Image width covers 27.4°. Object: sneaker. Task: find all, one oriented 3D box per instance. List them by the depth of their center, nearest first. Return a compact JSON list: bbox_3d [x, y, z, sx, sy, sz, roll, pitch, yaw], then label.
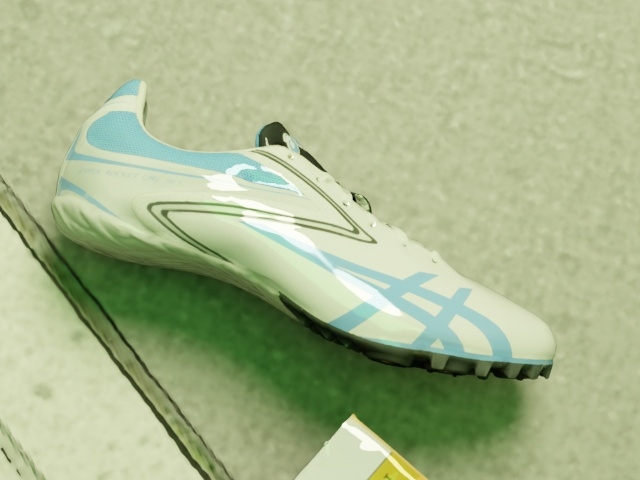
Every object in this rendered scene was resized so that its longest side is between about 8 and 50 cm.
[{"bbox_3d":[0.000,0.000,0.584,0.237,0.085,0.086,23,85,-3],"label":"sneaker"}]

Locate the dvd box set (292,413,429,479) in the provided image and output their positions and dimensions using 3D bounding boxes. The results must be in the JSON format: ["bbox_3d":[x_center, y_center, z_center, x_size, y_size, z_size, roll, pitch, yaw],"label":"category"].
[{"bbox_3d":[0.069,0.309,0.454,0.420,0.062,0.307,41,73,11],"label":"dvd box set"}]
